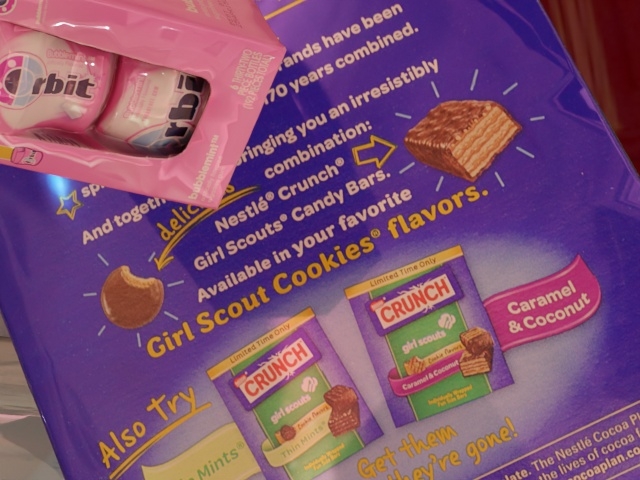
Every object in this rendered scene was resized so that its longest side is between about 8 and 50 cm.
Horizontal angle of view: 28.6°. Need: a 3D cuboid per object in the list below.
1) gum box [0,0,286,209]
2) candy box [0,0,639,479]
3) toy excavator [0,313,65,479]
[{"bbox_3d":[-0.093,-0.088,0.430,0.107,0.188,0.062,10,119,-28],"label":"gum box"},{"bbox_3d":[0.000,0.000,0.566,0.317,0.268,0.122,65,4,16],"label":"candy box"},{"bbox_3d":[-0.179,0.194,0.740,0.222,0.445,0.433,6,68,-4],"label":"toy excavator"}]
